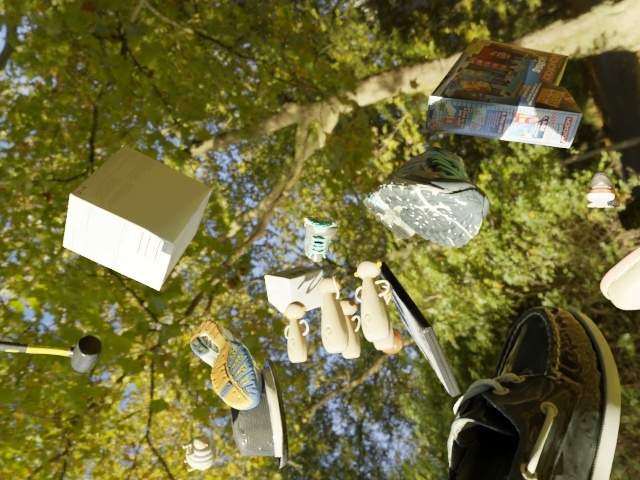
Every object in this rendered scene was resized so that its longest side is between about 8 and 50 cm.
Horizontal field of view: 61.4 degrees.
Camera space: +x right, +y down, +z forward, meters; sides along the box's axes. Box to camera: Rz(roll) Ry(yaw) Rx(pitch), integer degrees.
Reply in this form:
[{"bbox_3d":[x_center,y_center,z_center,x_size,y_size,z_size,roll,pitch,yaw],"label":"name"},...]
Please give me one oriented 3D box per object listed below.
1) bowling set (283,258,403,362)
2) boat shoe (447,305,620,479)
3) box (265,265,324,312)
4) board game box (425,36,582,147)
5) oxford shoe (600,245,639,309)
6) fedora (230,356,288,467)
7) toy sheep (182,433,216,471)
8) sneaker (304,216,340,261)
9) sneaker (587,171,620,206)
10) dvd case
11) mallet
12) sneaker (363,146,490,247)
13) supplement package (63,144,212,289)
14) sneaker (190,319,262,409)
[{"bbox_3d":[0.073,0.154,1.099,0.200,0.287,0.154,16,-119,-44],"label":"bowling set"},{"bbox_3d":[0.135,0.148,0.375,0.091,0.114,0.302,28,-138,0],"label":"boat shoe"},{"bbox_3d":[-0.057,0.114,1.253,0.101,0.102,0.087,-15,-79,-36],"label":"box"},{"bbox_3d":[0.281,-0.209,0.782,0.194,0.194,0.060,-52,-26,-35],"label":"board game box"},{"bbox_3d":[0.628,0.043,0.804,0.141,0.397,0.146,26,-130,-33],"label":"oxford shoe"},{"bbox_3d":[-0.198,0.534,1.661,0.334,0.153,0.333,173,90,-77],"label":"fedora"},{"bbox_3d":[-0.332,0.591,1.496,0.091,0.091,0.132,-63,-17,-54],"label":"toy sheep"},{"bbox_3d":[0.000,0.000,0.958,0.166,0.065,0.076,91,-177,-85],"label":"sneaker"},{"bbox_3d":[0.576,-0.104,1.094,0.158,0.061,0.064,14,-102,-63],"label":"sneaker"},{"bbox_3d":[0.190,0.168,1.072,0.180,0.022,0.253,63,180,-29],"label":"dvd case"},{"bbox_3d":[-0.424,0.164,0.793,0.190,0.062,0.039,7,-130,-21],"label":"mallet"},{"bbox_3d":[0.142,-0.074,0.703,0.110,0.122,0.283,41,176,-13],"label":"sneaker"},{"bbox_3d":[-0.360,-0.048,1.079,0.203,0.149,0.194,26,-140,-5],"label":"supplement package"},{"bbox_3d":[-0.189,0.289,1.248,0.131,0.112,0.296,43,178,-38],"label":"sneaker"}]
